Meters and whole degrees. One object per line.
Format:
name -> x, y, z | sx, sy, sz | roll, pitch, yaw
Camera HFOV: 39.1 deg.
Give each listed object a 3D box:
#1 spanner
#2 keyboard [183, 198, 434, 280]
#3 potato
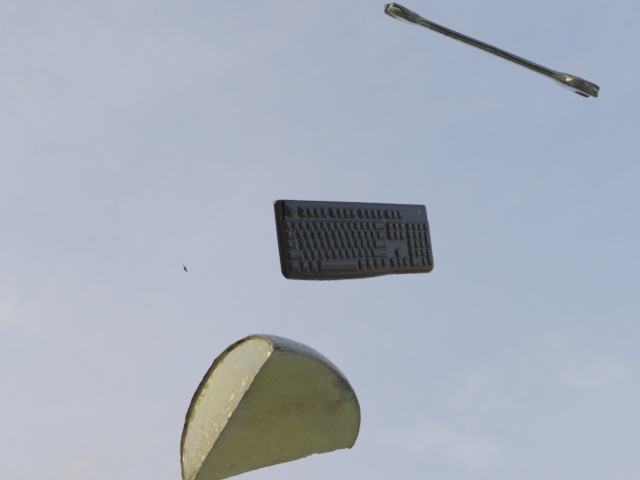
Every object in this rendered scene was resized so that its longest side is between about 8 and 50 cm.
spanner -> 0.182, -0.208, 0.979 | 0.254, 0.054, 0.015 | 25, -79, 10
keyboard -> 0.008, -0.002, 1.087 | 0.381, 0.103, 0.041 | -2, -8, -39
potato -> -0.061, 0.269, 1.407 | 0.255, 0.112, 0.269 | 22, -72, -37
